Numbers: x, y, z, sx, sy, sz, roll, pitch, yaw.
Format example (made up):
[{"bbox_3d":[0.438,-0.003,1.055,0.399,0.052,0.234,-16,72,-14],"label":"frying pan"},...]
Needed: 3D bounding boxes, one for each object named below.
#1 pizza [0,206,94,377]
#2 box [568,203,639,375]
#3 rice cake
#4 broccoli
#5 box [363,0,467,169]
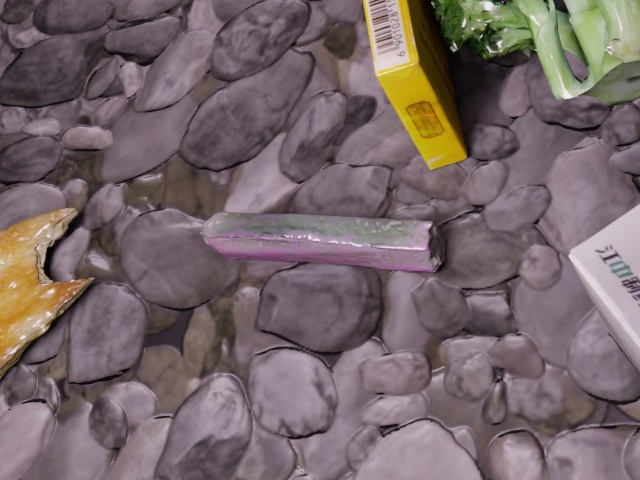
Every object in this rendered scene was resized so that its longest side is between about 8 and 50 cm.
[{"bbox_3d":[-0.305,0.064,1.313,0.262,0.034,0.181,-39,57,1],"label":"pizza"},{"bbox_3d":[0.321,0.093,0.965,0.173,0.145,0.333,-34,56,2],"label":"box"},{"bbox_3d":[0.000,0.000,1.210,0.206,0.047,0.036,4,51,23],"label":"rice cake"},{"bbox_3d":[0.193,-0.225,1.099,0.307,0.308,0.275,-13,69,17],"label":"broccoli"},{"bbox_3d":[0.063,-0.208,1.225,0.043,0.152,0.269,-15,61,13],"label":"box"}]
